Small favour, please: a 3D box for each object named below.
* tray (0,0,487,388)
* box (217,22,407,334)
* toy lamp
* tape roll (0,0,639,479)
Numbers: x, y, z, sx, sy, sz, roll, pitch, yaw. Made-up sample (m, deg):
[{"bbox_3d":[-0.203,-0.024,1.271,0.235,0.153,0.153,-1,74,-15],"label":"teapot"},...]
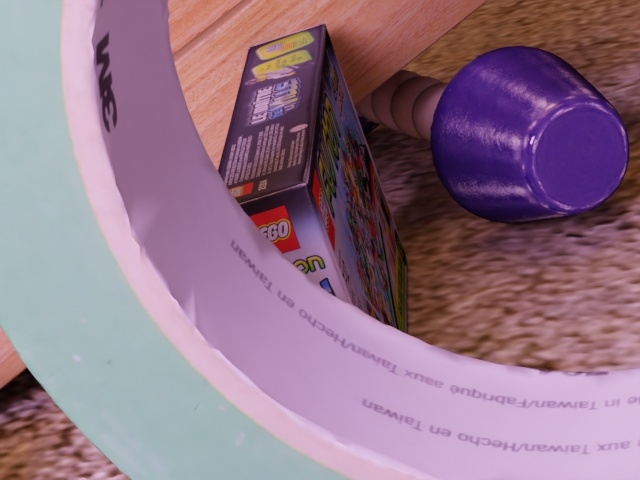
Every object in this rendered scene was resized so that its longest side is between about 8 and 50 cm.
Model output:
[{"bbox_3d":[-0.059,-0.080,0.939,0.411,0.076,0.203,-38,21,-4],"label":"tray"},{"bbox_3d":[0.000,0.000,0.756,0.036,0.114,0.207,-17,20,8],"label":"box"},{"bbox_3d":[0.056,-0.061,0.922,0.080,0.080,0.275,-25,21,-15],"label":"toy lamp"},{"bbox_3d":[0.059,-0.048,0.513,0.321,0.321,0.077,-14,19,16],"label":"tape roll"}]
